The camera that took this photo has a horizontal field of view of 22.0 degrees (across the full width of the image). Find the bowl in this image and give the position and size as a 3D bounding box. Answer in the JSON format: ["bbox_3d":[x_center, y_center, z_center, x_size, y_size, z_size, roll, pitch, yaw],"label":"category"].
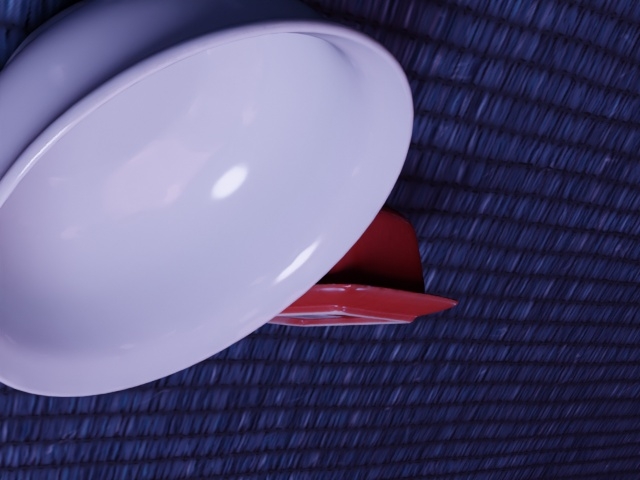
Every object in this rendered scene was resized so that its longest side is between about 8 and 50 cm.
[{"bbox_3d":[-0.101,-0.054,0.969,0.297,0.134,0.298,-26,150,-16],"label":"bowl"}]

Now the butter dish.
[{"bbox_3d":[0.000,0.000,1.192,0.159,0.118,0.160,-5,172,34],"label":"butter dish"}]
